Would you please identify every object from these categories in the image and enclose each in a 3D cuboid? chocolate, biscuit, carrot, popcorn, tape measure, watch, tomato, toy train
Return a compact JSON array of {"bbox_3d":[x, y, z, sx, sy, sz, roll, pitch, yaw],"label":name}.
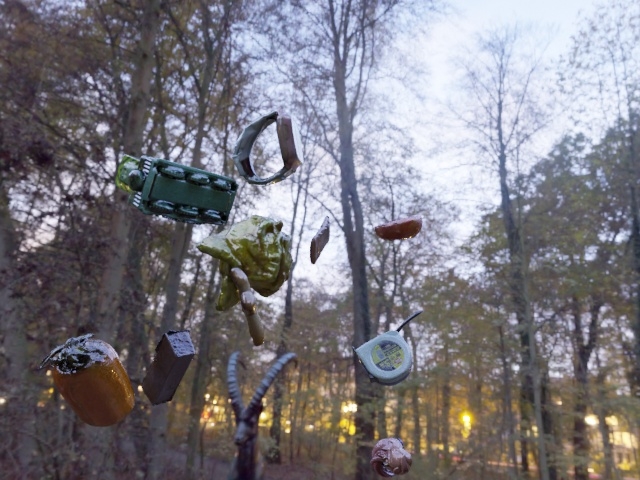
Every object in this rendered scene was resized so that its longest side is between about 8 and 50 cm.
[{"bbox_3d":[-0.572,0.484,1.823,0.111,0.112,0.321,2,-53,-45],"label":"chocolate"},{"bbox_3d":[-0.212,0.195,1.428,0.047,0.164,0.208,-17,-43,-11],"label":"biscuit"},{"bbox_3d":[-0.732,0.418,1.525,0.214,0.193,0.331,19,-45,27],"label":"carrot"},{"bbox_3d":[-0.248,0.056,1.645,0.290,0.321,0.325,-27,-44,35],"label":"popcorn"},{"bbox_3d":[0.331,0.454,2.010,0.351,0.215,0.098,-29,-35,-8],"label":"tape measure"},{"bbox_3d":[-0.194,-0.323,1.742,0.241,0.254,0.162,-9,-4,9],"label":"watch"},{"bbox_3d":[0.369,-0.049,2.266,0.236,0.095,0.237,-12,5,1],"label":"tomato"},{"bbox_3d":[-0.365,-0.131,1.227,0.178,0.139,0.330,23,7,30],"label":"toy train"}]

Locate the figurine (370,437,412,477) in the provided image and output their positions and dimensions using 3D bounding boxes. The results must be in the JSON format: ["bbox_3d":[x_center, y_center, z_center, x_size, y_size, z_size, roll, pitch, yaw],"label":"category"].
[{"bbox_3d":[0.219,0.671,1.495,0.126,0.114,0.157,-36,-17,-17],"label":"figurine"}]

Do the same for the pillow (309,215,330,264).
[{"bbox_3d":[0.000,-0.002,1.930,0.034,0.211,0.135,13,-56,14],"label":"pillow"}]
